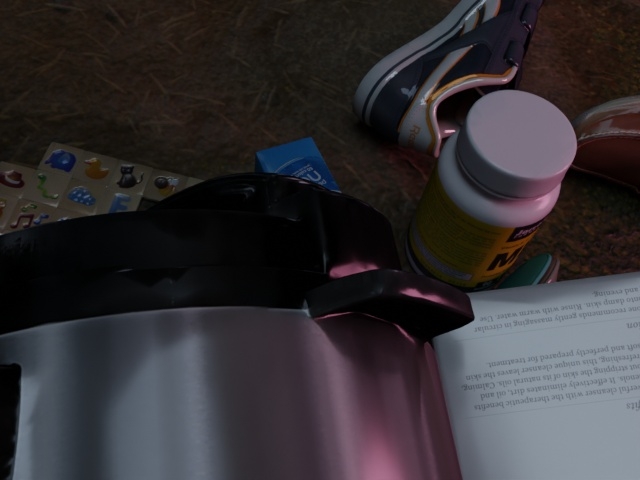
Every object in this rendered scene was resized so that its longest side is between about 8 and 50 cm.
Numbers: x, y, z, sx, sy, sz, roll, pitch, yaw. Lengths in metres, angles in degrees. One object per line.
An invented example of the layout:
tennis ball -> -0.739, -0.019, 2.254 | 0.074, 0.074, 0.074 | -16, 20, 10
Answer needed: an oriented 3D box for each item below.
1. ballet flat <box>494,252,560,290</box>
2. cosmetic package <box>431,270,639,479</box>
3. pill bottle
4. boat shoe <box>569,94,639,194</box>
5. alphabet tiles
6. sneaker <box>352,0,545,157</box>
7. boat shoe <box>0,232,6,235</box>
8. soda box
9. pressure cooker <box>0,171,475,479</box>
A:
ballet flat -> 0.180, 0.099, 0.731 | 0.213, 0.072, 0.068 | -40, 99, -25
cosmetic package -> 0.196, 0.221, 0.537 | 0.196, 0.155, 0.366 | -6, 70, 5
pill bottle -> 0.161, -0.041, 0.717 | 0.119, 0.209, 0.119 | 3, 60, -6
boat shoe -> 0.435, -0.083, 0.836 | 0.324, 0.123, 0.117 | 6, 61, -3
alphabet tiles -> -0.243, -0.007, 0.758 | 0.237, 0.009, 0.198 | 14, 59, 1
sneaker -> 0.193, -0.214, 0.876 | 0.321, 0.126, 0.127 | -42, 68, -15
boat shoe -> -0.381, 0.022, 0.665 | 0.276, 0.096, 0.098 | 1, 64, -5
soda box -> 0.000, 0.000, 0.751 | 0.067, 0.071, 0.210 | -19, 64, -18
pressure cooker -> -0.093, 0.172, 0.462 | 0.369, 0.376, 0.421 | -6, 65, -4
